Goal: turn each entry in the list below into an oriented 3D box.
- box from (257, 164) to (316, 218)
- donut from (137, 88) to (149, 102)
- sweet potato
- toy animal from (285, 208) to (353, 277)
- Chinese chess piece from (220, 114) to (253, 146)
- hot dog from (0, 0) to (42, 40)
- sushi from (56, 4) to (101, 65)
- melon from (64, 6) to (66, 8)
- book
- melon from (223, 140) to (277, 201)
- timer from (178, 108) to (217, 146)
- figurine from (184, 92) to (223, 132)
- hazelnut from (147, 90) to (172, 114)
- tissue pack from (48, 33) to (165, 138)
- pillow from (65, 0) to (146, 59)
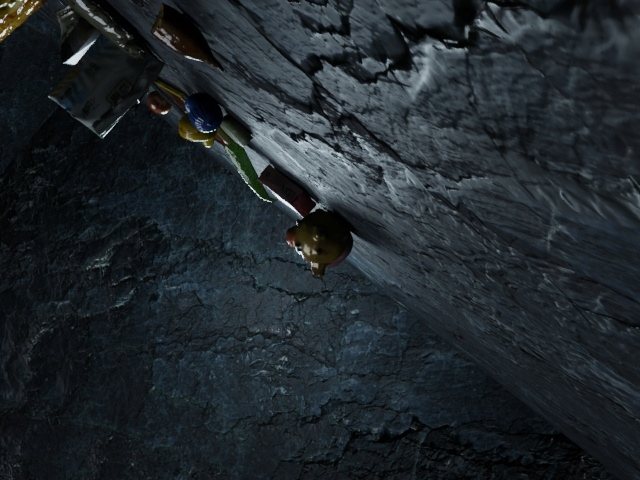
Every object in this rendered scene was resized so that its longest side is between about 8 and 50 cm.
[{"bbox_3d":[-0.094,-0.136,1.736,0.156,0.060,0.111,37,178,28],"label":"box"},{"bbox_3d":[-0.597,-0.509,1.835,0.235,0.089,0.235,44,173,7],"label":"donut"},{"bbox_3d":[-0.180,-0.271,0.857,0.117,0.049,0.049,37,178,-23],"label":"sweet potato"},{"bbox_3d":[0.004,0.000,1.708,0.169,0.195,0.281,-2,172,11],"label":"toy animal"},{"bbox_3d":[-0.198,-0.257,1.455,0.084,0.034,0.084,41,176,3],"label":"Chinese chess piece"},{"bbox_3d":[-1.107,-0.746,2.045,0.196,0.365,0.367,42,176,-19],"label":"hot dog"},{"bbox_3d":[-0.552,-0.501,1.517,0.109,0.134,0.273,53,-169,-4],"label":"sushi"},{"bbox_3d":[-0.586,-0.544,1.635,0.118,0.064,0.209,39,175,21],"label":"melon"},{"bbox_3d":[-0.411,-0.404,1.924,0.374,0.028,0.262,36,174,47],"label":"book"},{"bbox_3d":[-0.198,-0.194,1.789,0.261,0.053,0.114,59,-177,-38],"label":"melon"},{"bbox_3d":[-0.336,-0.302,1.718,0.107,0.107,0.109,37,132,39],"label":"timer"},{"bbox_3d":[-0.273,-0.294,1.437,0.086,0.087,0.149,1,-170,-17],"label":"figurine"},{"bbox_3d":[-0.552,-0.478,2.139,0.086,0.086,0.086,39,177,2],"label":"hazelnut"},{"bbox_3d":[-0.475,-0.354,1.444,0.145,0.229,0.159,39,175,11],"label":"tissue pack"},{"bbox_3d":[-0.446,-0.458,1.280,0.241,0.051,0.093,41,165,-36],"label":"pillow"}]
